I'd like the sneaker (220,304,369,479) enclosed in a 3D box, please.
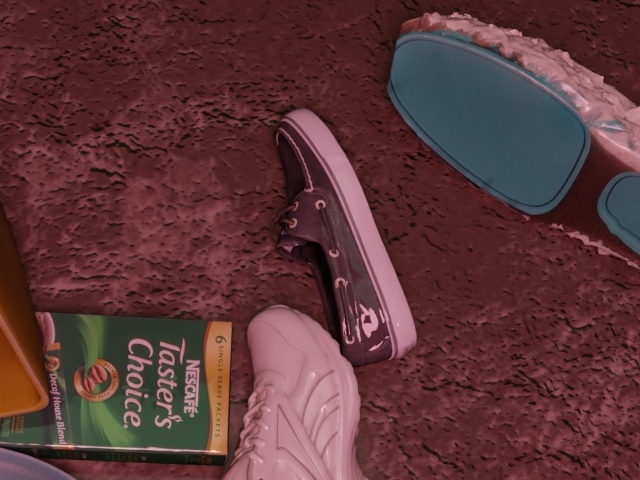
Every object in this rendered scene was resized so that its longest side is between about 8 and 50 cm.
[{"bbox_3d":[-0.028,0.156,0.986,0.115,0.090,0.232,-4,65,-28],"label":"sneaker"}]

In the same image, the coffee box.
[{"bbox_3d":[-0.160,0.113,1.024,0.184,0.040,0.113,5,65,-6],"label":"coffee box"}]

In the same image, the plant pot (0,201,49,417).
[{"bbox_3d":[-0.324,0.006,0.951,0.212,0.212,0.187,-10,48,3],"label":"plant pot"}]

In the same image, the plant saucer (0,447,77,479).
[{"bbox_3d":[-0.266,0.301,0.924,0.318,0.043,0.317,3,65,-7],"label":"plant saucer"}]

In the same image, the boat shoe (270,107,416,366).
[{"bbox_3d":[0.000,0.000,1.085,0.076,0.080,0.228,-19,78,-18],"label":"boat shoe"}]

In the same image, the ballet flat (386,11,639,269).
[{"bbox_3d":[0.243,-0.069,1.138,0.409,0.147,0.147,34,66,4],"label":"ballet flat"}]
